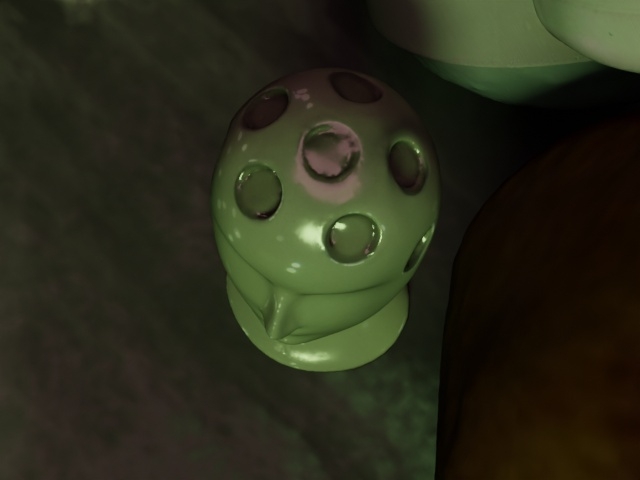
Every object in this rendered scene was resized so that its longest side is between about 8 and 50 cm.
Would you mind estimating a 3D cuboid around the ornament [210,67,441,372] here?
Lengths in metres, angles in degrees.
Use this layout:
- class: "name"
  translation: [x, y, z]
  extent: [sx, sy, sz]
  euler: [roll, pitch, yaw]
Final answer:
- class: "ornament"
  translation: [0.000, 0.000, 0.483]
  extent: [0.075, 0.156, 0.081]
  euler: [23, 74, 4]

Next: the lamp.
- class: "lamp"
  translation: [0.109, -0.103, 0.503]
  extent: [0.179, 0.246, 0.108]
  euler: [-28, 116, -8]

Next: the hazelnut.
- class: "hazelnut"
  translation: [0.139, 0.073, 0.457]
  extent: [0.229, 0.229, 0.229]
  euler: [1, 74, -3]
